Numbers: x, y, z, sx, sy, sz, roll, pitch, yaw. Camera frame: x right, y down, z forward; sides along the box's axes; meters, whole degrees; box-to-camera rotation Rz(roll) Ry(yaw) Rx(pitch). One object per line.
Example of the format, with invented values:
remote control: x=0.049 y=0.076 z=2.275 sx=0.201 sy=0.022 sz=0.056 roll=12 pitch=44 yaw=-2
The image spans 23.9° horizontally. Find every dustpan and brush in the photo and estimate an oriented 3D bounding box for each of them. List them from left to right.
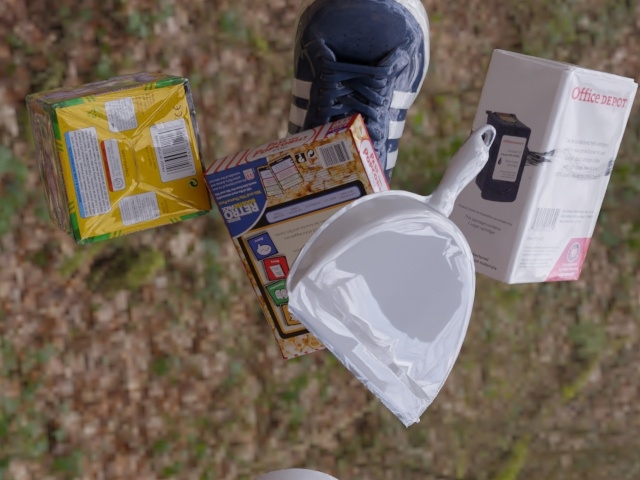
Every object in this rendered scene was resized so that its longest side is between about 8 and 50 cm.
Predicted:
dustpan and brush: x=0.070 y=0.002 z=1.044 sx=0.147 sy=0.211 sz=0.060 roll=46 pitch=-14 yaw=-27

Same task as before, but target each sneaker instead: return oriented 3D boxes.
sneaker: x=0.024 y=-0.097 z=1.416 sx=0.350 sy=0.131 sz=0.148 roll=96 pitch=3 yaw=-57

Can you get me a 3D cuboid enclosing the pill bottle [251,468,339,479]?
pill bottle: x=-0.026 y=0.383 z=1.541 sx=0.278 sy=0.162 sz=0.162 roll=-93 pitch=169 yaw=-46

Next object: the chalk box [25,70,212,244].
chalk box: x=-0.202 y=-0.086 z=1.448 sx=0.213 sy=0.132 sz=0.132 roll=-160 pitch=-122 yaw=-69

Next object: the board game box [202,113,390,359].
board game box: x=0.000 y=0.000 z=1.358 sx=0.045 sy=0.147 sz=0.193 roll=-60 pitch=131 yaw=-63

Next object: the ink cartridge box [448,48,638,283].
ink cartridge box: x=0.238 y=-0.080 z=1.654 sx=0.172 sy=0.100 sz=0.237 roll=0 pitch=109 yaw=-54
